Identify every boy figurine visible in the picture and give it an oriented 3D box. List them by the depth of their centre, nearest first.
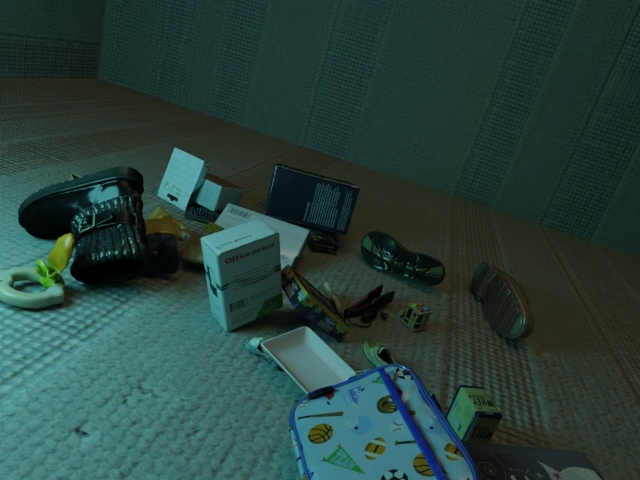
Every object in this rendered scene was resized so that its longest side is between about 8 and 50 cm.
[{"bbox_3d":[-0.435,-0.008,1.342,0.177,0.092,0.285,-10,25,-14],"label":"boy figurine"}]

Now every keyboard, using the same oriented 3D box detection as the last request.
[{"bbox_3d":[-0.348,-0.077,1.685,0.180,0.023,0.108,16,20,-3],"label":"keyboard"}]

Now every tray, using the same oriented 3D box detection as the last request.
[{"bbox_3d":[0.012,0.278,0.995,0.270,0.030,0.145,40,30,28],"label":"tray"}]

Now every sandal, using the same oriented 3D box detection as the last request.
[{"bbox_3d":[0.264,0.071,1.681,0.302,0.120,0.086,28,-5,22],"label":"sandal"}]

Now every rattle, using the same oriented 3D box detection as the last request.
[{"bbox_3d":[-0.602,0.058,0.996,0.199,0.143,0.130,11,39,-32],"label":"rattle"}]

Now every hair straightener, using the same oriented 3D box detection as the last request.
[{"bbox_3d":[0.142,0.178,1.367,0.089,0.047,0.230,28,23,28],"label":"hair straightener"}]

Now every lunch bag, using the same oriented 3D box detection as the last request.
[{"bbox_3d":[0.090,0.314,0.755,0.243,0.115,0.303,-19,27,-5],"label":"lunch bag"}]

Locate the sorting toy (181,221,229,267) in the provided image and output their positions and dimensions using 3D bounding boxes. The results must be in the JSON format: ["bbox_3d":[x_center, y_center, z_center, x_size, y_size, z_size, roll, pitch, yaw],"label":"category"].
[{"bbox_3d":[-0.293,0.036,1.381,0.132,0.046,0.274,11,28,-4],"label":"sorting toy"}]

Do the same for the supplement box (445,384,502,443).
[{"bbox_3d":[0.301,0.347,1.007,0.056,0.083,0.083,9,23,-15],"label":"supplement box"}]

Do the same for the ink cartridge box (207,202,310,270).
[{"bbox_3d":[-0.196,0.018,1.510,0.275,0.060,0.239,19,46,6],"label":"ink cartridge box"}]

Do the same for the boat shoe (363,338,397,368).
[{"bbox_3d":[0.140,0.261,1.157,0.050,0.045,0.135,6,23,-25],"label":"boat shoe"}]

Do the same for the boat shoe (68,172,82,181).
[{"bbox_3d":[-0.695,-0.149,1.532,0.190,0.072,0.068,24,22,19],"label":"boat shoe"}]

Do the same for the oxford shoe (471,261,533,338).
[{"bbox_3d":[0.592,0.185,1.574,0.146,0.141,0.397,22,22,-6],"label":"oxford shoe"}]

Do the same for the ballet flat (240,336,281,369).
[{"bbox_3d":[-0.117,0.225,1.064,0.114,0.041,0.041,27,23,27],"label":"ballet flat"}]

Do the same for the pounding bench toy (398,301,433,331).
[{"bbox_3d":[0.251,0.195,1.381,0.052,0.065,0.083,-1,27,-39],"label":"pounding bench toy"}]

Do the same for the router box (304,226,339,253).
[{"bbox_3d":[0.000,0.000,1.727,0.092,0.038,0.122,10,21,-20],"label":"router box"}]

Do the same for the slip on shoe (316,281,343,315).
[{"bbox_3d":[0.022,0.158,1.339,0.041,0.051,0.135,-20,35,-8],"label":"slip on shoe"}]

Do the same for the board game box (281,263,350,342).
[{"bbox_3d":[-0.019,0.149,1.207,0.170,0.048,0.141,44,4,-34],"label":"board game box"}]

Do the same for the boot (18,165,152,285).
[{"bbox_3d":[-0.559,-0.009,1.189,0.131,0.347,0.260,44,30,-61],"label":"boot"}]

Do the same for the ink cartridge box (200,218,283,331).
[{"bbox_3d":[-0.169,0.074,1.124,0.153,0.209,0.087,-20,38,-30],"label":"ink cartridge box"}]

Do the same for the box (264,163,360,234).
[{"bbox_3d":[-0.040,-0.155,1.832,0.293,0.183,0.296,15,8,-6],"label":"box"}]

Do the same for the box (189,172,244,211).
[{"bbox_3d":[-0.376,-0.170,1.769,0.170,0.091,0.130,25,12,26],"label":"box"}]

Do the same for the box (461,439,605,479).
[{"bbox_3d":[0.315,0.415,0.761,0.247,0.142,0.163,10,21,-15],"label":"box"}]

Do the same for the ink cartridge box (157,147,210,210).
[{"bbox_3d":[-0.461,-0.206,1.719,0.145,0.179,0.045,27,11,26],"label":"ink cartridge box"}]
